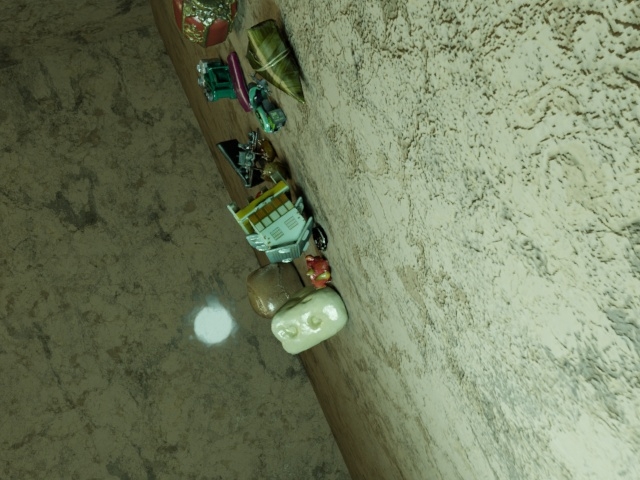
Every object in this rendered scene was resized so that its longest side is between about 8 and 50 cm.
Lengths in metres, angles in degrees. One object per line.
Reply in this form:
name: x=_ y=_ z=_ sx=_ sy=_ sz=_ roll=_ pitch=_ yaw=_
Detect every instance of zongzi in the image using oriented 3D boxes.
zongzi: x=-0.094 y=-0.366 z=1.032 sx=0.184 sy=0.084 sz=0.187 roll=59 pitch=175 yaw=-10

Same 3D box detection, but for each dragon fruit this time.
dragon fruit: x=0.000 y=0.091 z=1.458 sx=0.126 sy=0.068 sz=0.112 roll=62 pitch=-168 yaw=-51

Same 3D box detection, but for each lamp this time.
lamp: x=-0.309 y=-0.621 z=1.242 sx=0.274 sy=0.177 sz=0.176 roll=-153 pitch=41 yaw=-73

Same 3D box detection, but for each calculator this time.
calculator: x=-0.269 y=-0.518 z=1.543 sx=0.127 sy=0.034 sz=0.190 roll=-143 pitch=33 yaw=-68

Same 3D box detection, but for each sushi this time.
sushi: x=-0.175 y=-0.288 z=1.529 sx=0.050 sy=0.047 sz=0.099 roll=83 pitch=161 yaw=-59

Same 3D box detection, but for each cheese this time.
cheese: x=-0.006 y=0.237 z=1.570 sx=0.173 sy=0.251 sz=0.248 roll=55 pitch=-156 yaw=-6

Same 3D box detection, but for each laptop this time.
laptop: x=-0.303 y=-0.299 z=1.805 sx=0.207 sy=0.026 sz=0.154 roll=53 pitch=-158 yaw=-4

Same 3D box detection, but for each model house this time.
model house: x=-0.131 y=-0.049 z=1.395 sx=0.215 sy=0.199 sz=0.224 roll=54 pitch=171 yaw=9

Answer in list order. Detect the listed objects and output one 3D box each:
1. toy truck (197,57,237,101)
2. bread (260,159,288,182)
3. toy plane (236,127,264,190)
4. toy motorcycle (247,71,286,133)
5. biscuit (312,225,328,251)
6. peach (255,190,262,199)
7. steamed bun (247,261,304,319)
toy truck: x=-0.378 y=-0.592 z=1.703 sx=0.216 sy=0.110 sz=0.116 roll=-124 pitch=30 yaw=-41
bread: x=-0.141 y=-0.214 z=1.465 sx=0.113 sy=0.082 sz=0.060 roll=173 pitch=115 yaw=-73
toy plane: x=-0.258 y=-0.300 z=1.711 sx=0.326 sy=0.105 sz=0.222 roll=-139 pitch=56 yaw=-69
toy motorcycle: x=-0.153 y=-0.373 z=1.280 sx=0.173 sy=0.058 sz=0.100 roll=63 pitch=159 yaw=11
biscuit: x=0.000 y=0.000 z=1.370 sx=0.087 sy=0.027 sz=0.089 roll=-133 pitch=25 yaw=-60
peach: x=-0.246 y=-0.164 z=1.987 sx=0.098 sy=0.062 sz=0.098 roll=160 pitch=90 yaw=-83
steamed bun: x=-0.206 y=0.198 z=2.101 sx=0.301 sy=0.252 sz=0.199 roll=-145 pitch=45 yaw=-60
